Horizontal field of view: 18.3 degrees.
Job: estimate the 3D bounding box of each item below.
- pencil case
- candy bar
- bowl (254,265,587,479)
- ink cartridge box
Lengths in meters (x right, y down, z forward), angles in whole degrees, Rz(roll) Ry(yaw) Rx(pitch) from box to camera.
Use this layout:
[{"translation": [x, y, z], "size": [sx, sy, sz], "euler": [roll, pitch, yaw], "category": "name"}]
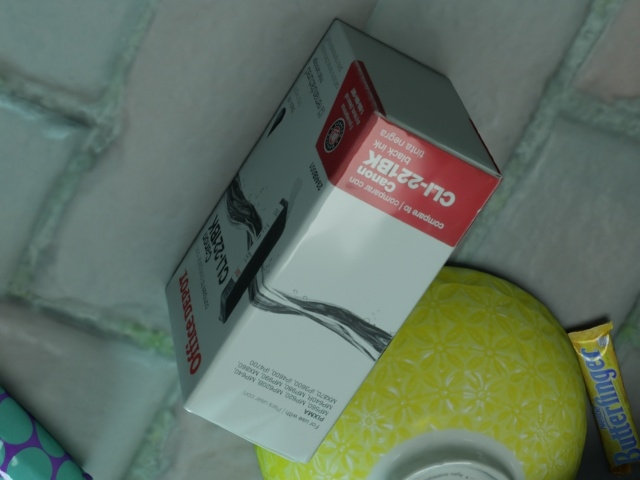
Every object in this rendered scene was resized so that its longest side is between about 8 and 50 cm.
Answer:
[{"translation": [-0.253, 0.174, 1.617], "size": [0.070, 0.064, 0.151], "euler": [-44, 117, -5], "category": "pencil case"}, {"translation": [0.250, 0.138, 1.718], "size": [0.040, 0.018, 0.161], "euler": [-20, 118, 0], "category": "candy bar"}, {"translation": [0.092, 0.182, 1.627], "size": [0.290, 0.156, 0.289], "euler": [-3, 119, -5], "category": "bowl"}, {"translation": [0.000, 0.000, 1.498], "size": [0.114, 0.197, 0.273], "euler": [26, 109, -20], "category": "ink cartridge box"}]
